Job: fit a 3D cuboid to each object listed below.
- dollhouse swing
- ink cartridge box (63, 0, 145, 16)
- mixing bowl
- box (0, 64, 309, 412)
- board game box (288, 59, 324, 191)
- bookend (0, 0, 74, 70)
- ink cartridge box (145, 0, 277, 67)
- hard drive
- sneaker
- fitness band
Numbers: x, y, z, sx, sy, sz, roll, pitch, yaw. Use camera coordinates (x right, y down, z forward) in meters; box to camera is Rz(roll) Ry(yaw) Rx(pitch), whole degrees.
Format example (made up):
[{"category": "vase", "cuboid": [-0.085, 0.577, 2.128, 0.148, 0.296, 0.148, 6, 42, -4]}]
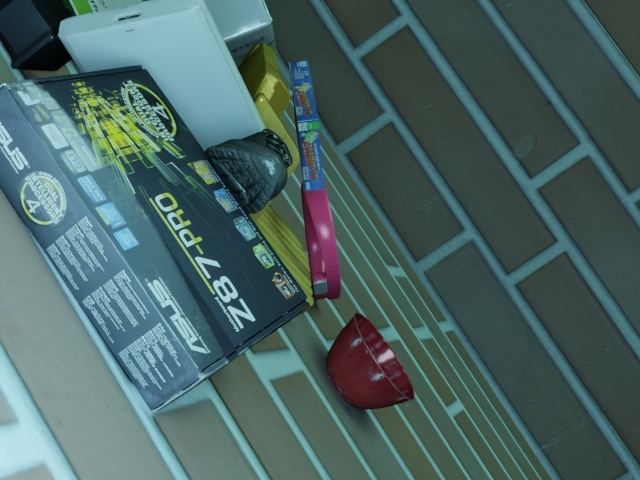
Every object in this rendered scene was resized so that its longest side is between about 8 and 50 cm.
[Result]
[{"category": "dollhouse swing", "cuboid": [-0.063, -0.109, 1.976, 0.305, 0.315, 0.347, 33, 16, -16]}, {"category": "ink cartridge box", "cuboid": [-0.379, -0.383, 1.812, 0.188, 0.097, 0.255, 64, 20, 11]}, {"category": "mixing bowl", "cuboid": [0.074, 0.226, 1.997, 0.181, 0.098, 0.181, 53, 11, -15]}, {"category": "box", "cuboid": [-0.209, -0.022, 1.383, 0.395, 0.097, 0.318, 56, 26, 3]}, {"category": "board game box", "cuboid": [-0.023, -0.194, 1.905, 0.201, 0.035, 0.136, -99, -178, -54]}, {"category": "bookend", "cuboid": [-0.416, -0.321, 1.596, 0.156, 0.072, 0.157, 54, 11, -2]}, {"category": "ink cartridge box", "cuboid": [-0.208, -0.388, 2.104, 0.307, 0.223, 0.129, 136, -69, -89]}, {"category": "hard drive", "cuboid": [-0.214, -0.215, 1.633, 0.307, 0.203, 0.040, 65, 21, -51]}, {"category": "sneaker", "cuboid": [-0.094, -0.108, 1.584, 0.109, 0.130, 0.286, 59, -16, -12]}, {"category": "fitness band", "cuboid": [0.000, 0.000, 2.162, 0.291, 0.054, 0.209, 93, -10, -75]}]
